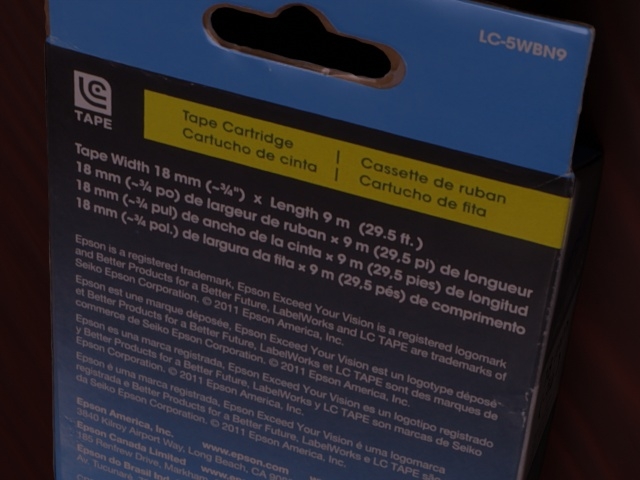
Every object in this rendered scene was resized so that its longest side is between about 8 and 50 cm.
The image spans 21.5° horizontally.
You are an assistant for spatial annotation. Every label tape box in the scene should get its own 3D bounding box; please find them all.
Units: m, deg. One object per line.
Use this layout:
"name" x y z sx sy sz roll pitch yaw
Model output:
"label tape box" 0.000 0.000 0.785 0.240 0.106 0.334 16 126 14
